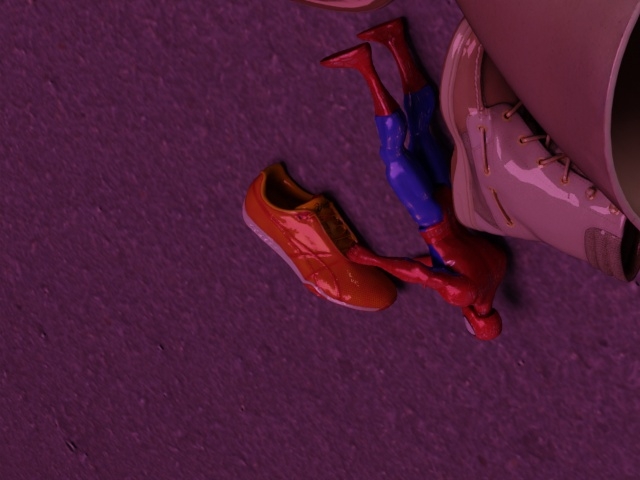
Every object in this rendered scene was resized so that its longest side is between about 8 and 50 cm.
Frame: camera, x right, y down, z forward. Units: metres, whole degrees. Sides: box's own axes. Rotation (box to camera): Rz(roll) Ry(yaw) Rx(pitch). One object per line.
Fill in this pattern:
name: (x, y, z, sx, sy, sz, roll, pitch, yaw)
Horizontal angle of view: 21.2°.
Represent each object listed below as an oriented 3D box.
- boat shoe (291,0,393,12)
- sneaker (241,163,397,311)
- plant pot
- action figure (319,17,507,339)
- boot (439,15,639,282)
boat shoe: (-0.046, -0.277, 1.345, 0.341, 0.110, 0.121, 34, 111, 29)
sneaker: (0.000, 0.000, 1.558, 0.175, 0.064, 0.067, 39, 131, 12)
plant pot: (0.197, -0.168, 1.090, 0.274, 0.256, 0.256, 42, 147, 46)
action figure: (0.064, -0.034, 1.442, 0.139, 0.091, 0.280, -14, 108, 43)
boot: (0.177, -0.073, 1.303, 0.165, 0.077, 0.213, 24, 140, 32)
